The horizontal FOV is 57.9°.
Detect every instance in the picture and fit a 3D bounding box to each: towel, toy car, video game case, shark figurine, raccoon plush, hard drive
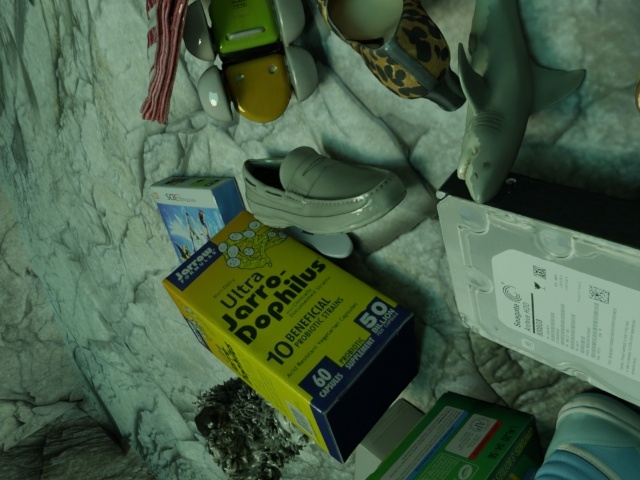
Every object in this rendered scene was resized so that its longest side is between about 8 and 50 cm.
[{"bbox_3d":[-0.207,-0.352,0.765,0.237,0.037,0.329,123,145,-51],"label":"towel"},{"bbox_3d":[-0.095,-0.255,0.788,0.136,0.159,0.182,-110,6,-70],"label":"toy car"},{"bbox_3d":[-0.224,0.004,1.181,0.244,0.061,0.270,8,122,48],"label":"video game case"},{"bbox_3d":[0.191,-0.182,0.550,0.116,0.166,0.279,3,103,20],"label":"shark figurine"},{"bbox_3d":[-0.088,0.296,1.203,0.216,0.299,0.446,54,180,-21],"label":"raccoon plush"},{"bbox_3d":[0.285,0.063,0.575,0.338,0.064,0.237,24,148,39],"label":"hard drive"}]

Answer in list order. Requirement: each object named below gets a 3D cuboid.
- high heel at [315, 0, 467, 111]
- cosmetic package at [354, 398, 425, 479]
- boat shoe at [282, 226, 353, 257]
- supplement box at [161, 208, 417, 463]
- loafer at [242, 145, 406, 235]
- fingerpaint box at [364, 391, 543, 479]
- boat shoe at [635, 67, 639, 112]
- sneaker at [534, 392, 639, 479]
[{"bbox_3d":[0.040,-0.237,0.572,0.093,0.186,0.261,-46,74,20],"label":"high heel"},{"bbox_3d":[0.131,0.409,1.010,0.107,0.127,0.238,27,133,36],"label":"cosmetic package"},{"bbox_3d":[0.000,0.000,0.933,0.142,0.049,0.040,21,161,39],"label":"boat shoe"},{"bbox_3d":[-0.047,0.140,0.923,0.356,0.194,0.195,30,152,32],"label":"supplement box"},{"bbox_3d":[-0.015,-0.078,0.830,0.319,0.112,0.112,3,126,49],"label":"loafer"},{"bbox_3d":[0.155,0.499,0.775,0.163,0.444,0.371,3,117,48],"label":"fingerpaint box"},{"bbox_3d":[0.352,-0.141,0.343,0.324,0.120,0.123,-25,96,54],"label":"boat shoe"},{"bbox_3d":[0.364,0.330,0.605,0.319,0.208,0.127,33,137,27],"label":"sneaker"}]
